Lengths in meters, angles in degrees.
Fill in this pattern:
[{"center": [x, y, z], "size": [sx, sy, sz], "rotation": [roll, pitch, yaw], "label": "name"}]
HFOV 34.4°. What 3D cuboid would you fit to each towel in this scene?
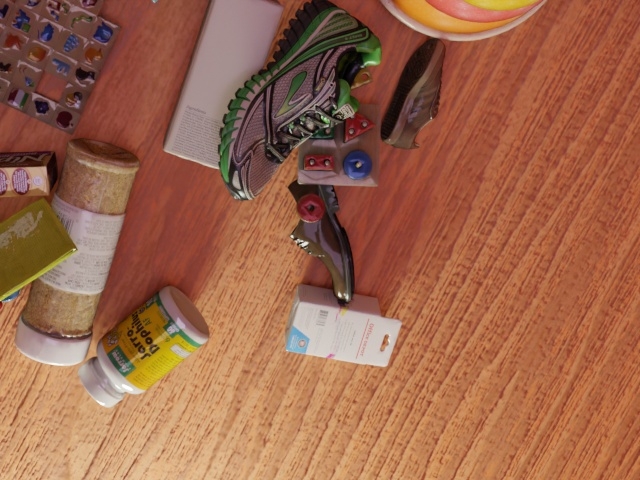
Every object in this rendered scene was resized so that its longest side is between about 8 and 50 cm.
[{"center": [-0.495, 0.037, 1.569], "size": [0.237, 0.021, 0.102], "rotation": [-33, 90, -8], "label": "towel"}]

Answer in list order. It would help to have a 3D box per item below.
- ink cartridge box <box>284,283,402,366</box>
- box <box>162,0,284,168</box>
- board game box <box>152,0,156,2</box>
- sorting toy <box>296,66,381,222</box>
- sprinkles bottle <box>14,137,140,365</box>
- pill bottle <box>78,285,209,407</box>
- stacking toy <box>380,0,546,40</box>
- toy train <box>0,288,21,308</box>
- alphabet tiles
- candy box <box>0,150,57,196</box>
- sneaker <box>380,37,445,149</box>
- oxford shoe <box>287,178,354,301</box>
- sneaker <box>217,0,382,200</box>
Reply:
[{"center": [0.038, 0.147, 1.779], "size": [0.181, 0.062, 0.104], "rotation": [11, 117, -10], "label": "ink cartridge box"}, {"center": [-0.155, -0.258, 1.621], "size": [0.113, 0.094, 0.275], "rotation": [19, 104, -13], "label": "box"}, {"center": [-0.201, -0.556, 1.508], "size": [0.336, 0.079, 0.254], "rotation": [-39, 118, 6], "label": "board game box"}, {"center": [0.032, -0.165, 1.658], "size": [0.132, 0.046, 0.275], "rotation": [2, 89, -4], "label": "sorting toy"}, {"center": [-0.391, 0.020, 1.663], "size": [0.121, 0.121, 0.356], "rotation": [16, 105, -11], "label": "sprinkles bottle"}, {"center": [-0.297, 0.181, 1.727], "size": [0.208, 0.117, 0.117], "rotation": [-38, 108, 6], "label": "pill bottle"}, {"center": [0.251, -0.429, 1.414], "size": [0.350, 0.480, 0.351], "rotation": [-2, 107, -7], "label": "stacking toy"}, {"center": [-0.606, 0.079, 1.651], "size": [0.248, 0.143, 0.105], "rotation": [-11, 86, 2], "label": "toy train"}, {"center": [-0.430, -0.305, 1.598], "size": [0.198, 0.009, 0.237], "rotation": [25, 111, -14], "label": "alphabet tiles"}, {"center": [-0.512, -0.102, 1.617], "size": [0.186, 0.109, 0.053], "rotation": [-3, 107, -5], "label": "candy box"}, {"center": [0.165, -0.237, 1.692], "size": [0.071, 0.066, 0.188], "rotation": [17, 110, -29], "label": "sneaker"}, {"center": [0.000, 0.000, 1.731], "size": [0.096, 0.083, 0.227], "rotation": [-17, 96, 1], "label": "oxford shoe"}, {"center": [-0.034, -0.205, 1.565], "size": [0.146, 0.134, 0.344], "rotation": [30, 82, 21], "label": "sneaker"}]
